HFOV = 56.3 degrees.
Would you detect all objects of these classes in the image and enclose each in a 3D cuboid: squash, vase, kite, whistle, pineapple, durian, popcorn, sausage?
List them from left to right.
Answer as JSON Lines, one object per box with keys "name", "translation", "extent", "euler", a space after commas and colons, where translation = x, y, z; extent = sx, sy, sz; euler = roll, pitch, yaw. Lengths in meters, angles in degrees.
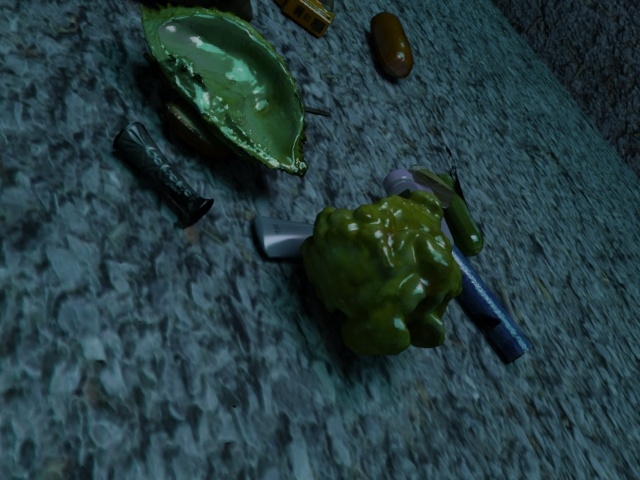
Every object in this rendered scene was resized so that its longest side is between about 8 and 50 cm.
{"name": "vase", "translation": [-0.234, -0.099, 0.895], "extent": [0.167, 0.059, 0.059], "euler": [46, 36, 5]}
{"name": "pineapple", "translation": [-0.283, -0.322, 1.106], "extent": [0.083, 0.019, 0.045], "euler": [45, 39, 7]}
{"name": "durian", "translation": [-0.143, -0.266, 1.027], "extent": [0.394, 0.163, 0.198], "euler": [54, 17, 7]}
{"name": "sausage", "translation": [0.206, -0.570, 1.745], "extent": [0.105, 0.105, 0.275], "euler": [20, 41, -28]}
{"name": "popcorn", "translation": [0.114, 0.045, 0.934], "extent": [0.250, 0.235, 0.242], "euler": [-18, 97, -35]}
{"name": "squash", "translation": [0.306, -0.058, 1.352], "extent": [0.066, 0.066, 0.229], "euler": [13, 45, -34]}
{"name": "kite", "translation": [0.336, -0.143, 1.461], "extent": [0.245, 0.015, 0.141], "euler": [-90, 161, -51]}
{"name": "whistle", "translation": [0.305, 0.102, 1.196], "extent": [0.062, 0.062, 0.304], "euler": [-16, 65, -50]}

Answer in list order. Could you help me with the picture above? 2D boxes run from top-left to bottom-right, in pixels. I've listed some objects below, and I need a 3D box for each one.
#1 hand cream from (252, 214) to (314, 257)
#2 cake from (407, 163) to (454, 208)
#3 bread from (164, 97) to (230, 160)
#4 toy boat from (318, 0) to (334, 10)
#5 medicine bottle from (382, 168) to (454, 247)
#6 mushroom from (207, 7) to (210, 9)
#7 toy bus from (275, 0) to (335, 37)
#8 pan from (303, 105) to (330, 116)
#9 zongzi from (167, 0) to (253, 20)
{"name": "hand cream", "translation": [0.000, 0.000, 1.026], "extent": [0.255, 0.048, 0.079], "euler": [5, 48, -36]}
{"name": "cake", "translation": [0.254, -0.123, 1.354], "extent": [0.121, 0.052, 0.065], "euler": [35, 26, 20]}
{"name": "bread", "translation": [-0.206, -0.189, 1.023], "extent": [0.129, 0.044, 0.126], "euler": [37, 24, -9]}
{"name": "toy boat", "translation": [-0.038, -0.762, 1.712], "extent": [0.293, 0.111, 0.276], "euler": [-8, 66, -58]}
{"name": "medicine bottle", "translation": [0.179, -0.045, 1.177], "extent": [0.078, 0.115, 0.219], "euler": [15, 44, -31]}
{"name": "mushroom", "translation": [-0.200, -0.461, 1.294], "extent": [0.060, 0.061, 0.187], "euler": [51, 32, 4]}
{"name": "toy bus", "translation": [-0.046, -0.610, 1.574], "extent": [0.162, 0.069, 0.074], "euler": [31, 40, -17]}
{"name": "pan", "translation": [-0.082, -0.260, 1.206], "extent": [0.201, 0.048, 0.128], "euler": [29, 40, -16]}
{"name": "zongzi", "translation": [-0.293, -0.550, 1.276], "extent": [0.289, 0.317, 0.154], "euler": [8, 83, -1]}
